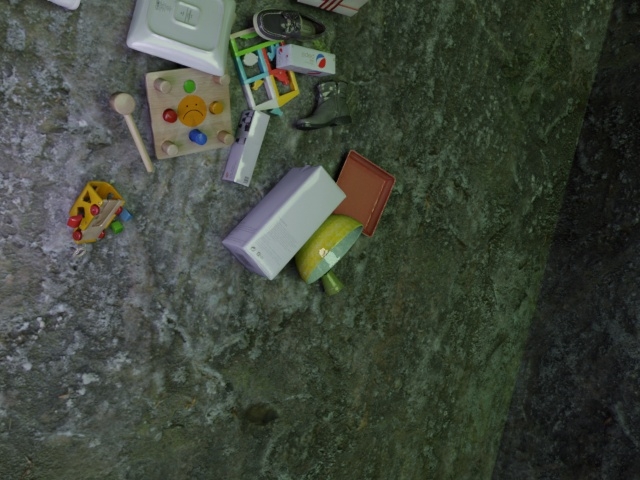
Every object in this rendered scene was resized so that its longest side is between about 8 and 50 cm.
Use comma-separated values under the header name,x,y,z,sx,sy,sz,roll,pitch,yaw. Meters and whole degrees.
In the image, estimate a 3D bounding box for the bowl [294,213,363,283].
name,x,y,z,sx,sy,sz,roll,pitch,yaw
bowl,0.000,0.000,2.035,0.156,0.289,0.289,44,69,11

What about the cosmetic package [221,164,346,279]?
name,x,y,z,sx,sy,sz,roll,pitch,yaw
cosmetic package,-0.123,-0.070,1.915,0.385,0.217,0.156,-46,114,-16

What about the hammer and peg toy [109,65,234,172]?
name,x,y,z,sx,sy,sz,roll,pitch,yaw
hammer and peg toy,-0.430,-0.365,1.679,0.361,0.127,0.266,-19,123,-30

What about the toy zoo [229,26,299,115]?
name,x,y,z,sx,sy,sz,roll,pitch,yaw
toy zoo,-0.179,-0.555,1.892,0.192,0.030,0.293,-30,115,-27

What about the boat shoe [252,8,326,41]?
name,x,y,z,sx,sy,sz,roll,pitch,yaw
boat shoe,-0.094,-0.697,1.850,0.285,0.092,0.103,-12,101,-48

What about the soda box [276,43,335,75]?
name,x,y,z,sx,sy,sz,roll,pitch,yaw
soda box,-0.047,-0.601,1.921,0.216,0.073,0.069,-6,98,-46

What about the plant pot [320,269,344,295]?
name,x,y,z,sx,sy,sz,roll,pitch,yaw
plant pot,0.035,0.153,2.167,0.083,0.083,0.079,-37,105,-23

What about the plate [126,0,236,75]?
name,x,y,z,sx,sy,sz,roll,pitch,yaw
plate,-0.385,-0.631,1.628,0.277,0.045,0.278,13,70,-20

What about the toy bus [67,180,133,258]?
name,x,y,z,sx,sy,sz,roll,pitch,yaw
toy bus,-0.651,-0.075,1.617,0.202,0.191,0.104,-36,75,-24

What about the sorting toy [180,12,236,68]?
name,x,y,z,sx,sy,sz,roll,pitch,yaw
sorting toy,-0.363,-0.655,1.720,0.195,0.047,0.348,24,85,-27

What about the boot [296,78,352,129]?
name,x,y,z,sx,sy,sz,roll,pitch,yaw
boot,0.003,-0.478,2.017,0.246,0.083,0.161,-18,103,-37

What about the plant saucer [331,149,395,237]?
name,x,y,z,sx,sy,sz,roll,pitch,yaw
plant saucer,0.144,-0.176,2.186,0.259,0.047,0.259,26,85,-35

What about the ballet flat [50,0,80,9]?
name,x,y,z,sx,sy,sz,roll,pitch,yaw
ballet flat,-0.600,-0.787,1.509,0.139,0.139,0.400,33,85,-35

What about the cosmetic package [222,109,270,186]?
name,x,y,z,sx,sy,sz,roll,pitch,yaw
cosmetic package,-0.244,-0.301,1.860,0.060,0.098,0.239,17,89,-33

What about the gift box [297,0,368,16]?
name,x,y,z,sx,sy,sz,roll,pitch,yaw
gift box,0.064,-0.911,1.858,0.255,0.258,0.277,6,76,-34
